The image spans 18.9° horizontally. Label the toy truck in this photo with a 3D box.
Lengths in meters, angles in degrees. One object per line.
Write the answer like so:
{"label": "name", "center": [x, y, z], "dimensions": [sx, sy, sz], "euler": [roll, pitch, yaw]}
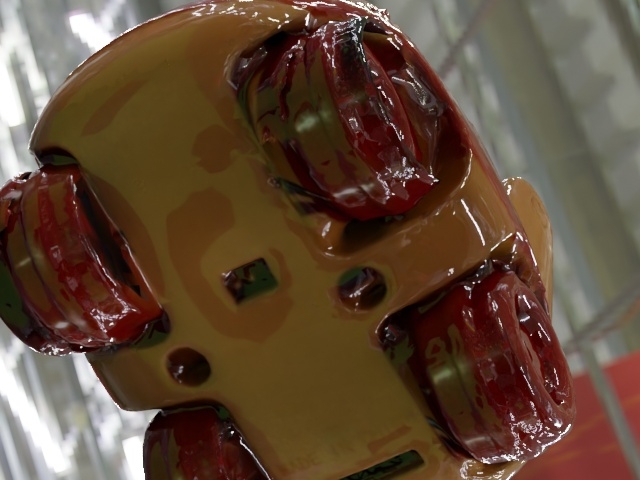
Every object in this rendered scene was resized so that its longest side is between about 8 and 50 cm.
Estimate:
{"label": "toy truck", "center": [0.000, 0.000, 0.835], "dimensions": [0.265, 0.189, 0.239], "euler": [59, 21, -20]}
